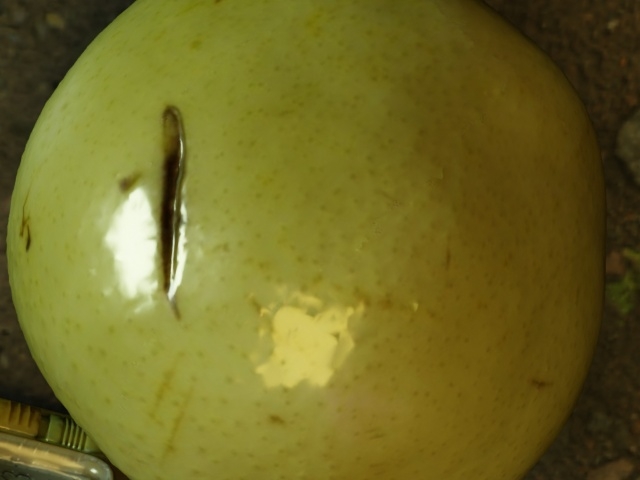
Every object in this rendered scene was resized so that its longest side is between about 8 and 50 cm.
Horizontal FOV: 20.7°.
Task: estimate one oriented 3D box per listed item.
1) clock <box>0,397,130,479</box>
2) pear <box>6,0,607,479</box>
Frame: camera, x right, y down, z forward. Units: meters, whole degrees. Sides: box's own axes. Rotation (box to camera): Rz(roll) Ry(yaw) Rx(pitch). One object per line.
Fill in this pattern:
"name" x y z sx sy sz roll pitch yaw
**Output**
"clock" -0.176 0.168 0.963 0.143 0.202 0.096 19 110 -16
"pear" 0.000 0.000 0.876 0.309 0.309 0.309 -3 113 -8
